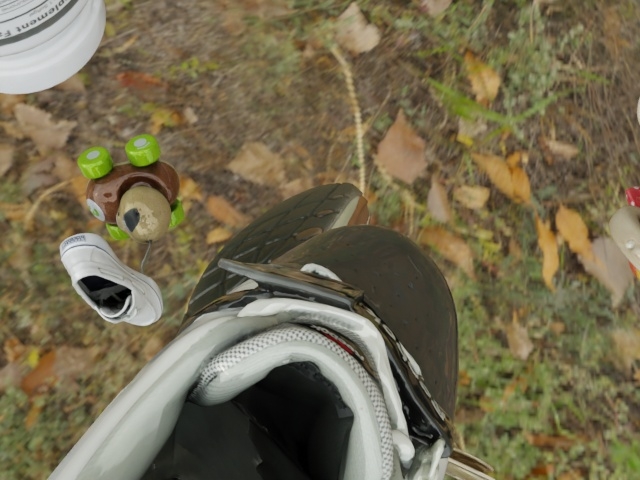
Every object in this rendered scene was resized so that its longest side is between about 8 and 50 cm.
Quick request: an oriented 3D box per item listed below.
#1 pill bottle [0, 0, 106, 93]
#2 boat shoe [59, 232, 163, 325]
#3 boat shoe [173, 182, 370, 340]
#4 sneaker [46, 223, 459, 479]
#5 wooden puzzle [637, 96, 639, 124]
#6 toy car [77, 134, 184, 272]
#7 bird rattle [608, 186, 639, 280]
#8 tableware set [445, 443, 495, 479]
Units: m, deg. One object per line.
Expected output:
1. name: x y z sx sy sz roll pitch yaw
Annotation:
1. pill bottle: -0.313 -0.293 1.071 0.210 0.363 0.210 -1 68 2
2. boat shoe: -0.315 0.085 1.835 0.095 0.258 0.084 -25 56 12
3. boat shoe: -0.048 0.091 1.009 0.122 0.324 0.120 -3 133 44
4. sneaker: -0.005 0.068 0.401 0.122 0.330 0.146 39 127 1
5. wooden puzzle: 0.486 -0.046 1.339 0.080 0.322 0.348 -39 85 37
6. toy car: -0.286 -0.040 1.832 0.149 0.188 0.155 -15 128 3
7. bird rattle: 0.433 0.015 1.462 0.143 0.207 0.254 -43 50 27
8. tableware set: 0.228 0.294 1.496 0.194 0.128 0.039 24 75 5
